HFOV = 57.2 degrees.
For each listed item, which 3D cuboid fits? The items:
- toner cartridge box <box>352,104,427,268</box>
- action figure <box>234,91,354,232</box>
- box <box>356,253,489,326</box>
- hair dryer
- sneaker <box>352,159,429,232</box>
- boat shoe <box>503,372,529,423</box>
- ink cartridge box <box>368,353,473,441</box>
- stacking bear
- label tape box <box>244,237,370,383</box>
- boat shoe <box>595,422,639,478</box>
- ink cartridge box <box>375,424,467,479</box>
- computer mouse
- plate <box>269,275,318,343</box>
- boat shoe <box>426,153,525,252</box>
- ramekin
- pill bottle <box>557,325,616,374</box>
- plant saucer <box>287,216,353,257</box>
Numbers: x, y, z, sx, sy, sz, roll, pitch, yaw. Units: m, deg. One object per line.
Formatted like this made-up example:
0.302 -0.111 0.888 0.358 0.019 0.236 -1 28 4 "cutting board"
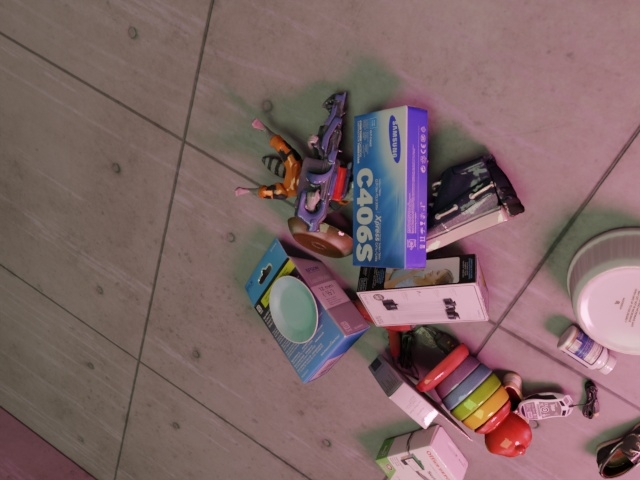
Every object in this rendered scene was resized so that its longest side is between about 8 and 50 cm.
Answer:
0.153 -0.112 1.315 0.165 0.075 0.348 0 90 49 "toner cartridge box"
-0.021 -0.200 1.461 0.330 0.178 0.342 21 92 15 "action figure"
0.253 0.127 1.436 0.289 0.087 0.169 -7 139 24 "box"
0.198 0.260 1.606 0.293 0.080 0.224 43 129 4 "hair dryer"
0.157 -0.093 1.419 0.123 0.106 0.290 31 128 8 "sneaker"
0.507 0.431 1.540 0.062 0.059 0.170 -7 111 32 "boat shoe"
0.253 0.424 1.547 0.239 0.275 0.060 42 88 -7 "ink cartridge box"
0.406 0.420 1.489 0.164 0.175 0.289 -45 73 9 "stacking bear"
-0.051 0.189 1.672 0.348 0.115 0.249 54 131 23 "label tape box"
0.772 0.508 1.424 0.084 0.079 0.233 43 126 4 "boat shoe"
0.302 0.663 1.760 0.219 0.092 0.160 -33 97 38 "ink cartridge box"
0.596 0.407 1.479 0.192 0.042 0.106 -9 117 19 "computer mouse"
-0.069 0.185 1.591 0.188 0.024 0.188 12 108 41 "plate"
0.292 -0.074 1.364 0.340 0.127 0.158 -26 83 38 "boat shoe"
0.660 0.118 1.241 0.272 0.127 0.273 13 121 23 "ramekin"
0.624 0.259 1.375 0.120 0.067 0.067 34 127 9 "pill bottle"
0.000 0.000 1.529 0.198 0.036 0.199 20 164 6 "plant saucer"
